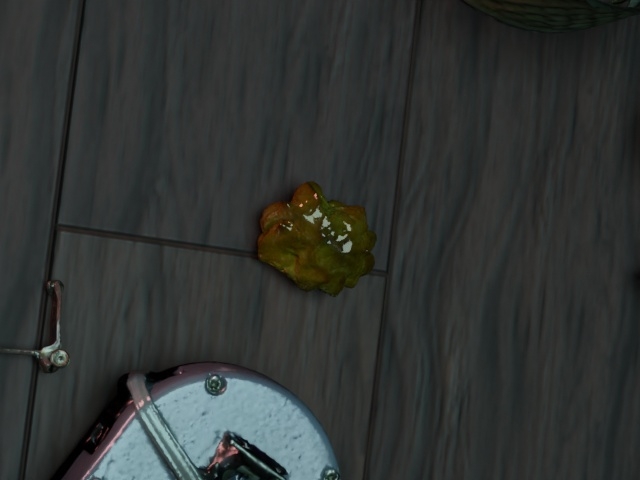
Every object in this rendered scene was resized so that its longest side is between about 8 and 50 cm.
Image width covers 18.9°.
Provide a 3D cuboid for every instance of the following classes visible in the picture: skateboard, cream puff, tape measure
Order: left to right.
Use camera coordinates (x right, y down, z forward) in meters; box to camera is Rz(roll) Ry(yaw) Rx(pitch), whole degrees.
[{"bbox_3d":[-0.211,0.056,1.285,0.083,0.032,0.064,4,77,-23],"label":"skateboard"},{"bbox_3d":[-0.079,0.169,1.291,0.182,0.107,0.181,32,84,-14],"label":"tape measure"},{"bbox_3d":[0.000,0.000,1.350,0.083,0.058,0.083,-26,99,-18],"label":"cream puff"}]

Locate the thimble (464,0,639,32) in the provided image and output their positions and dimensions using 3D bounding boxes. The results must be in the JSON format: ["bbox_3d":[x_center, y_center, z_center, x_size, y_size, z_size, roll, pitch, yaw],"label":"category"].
[{"bbox_3d":[0.194,-0.282,1.388,0.270,0.150,0.271,1,87,-21],"label":"thimble"}]
